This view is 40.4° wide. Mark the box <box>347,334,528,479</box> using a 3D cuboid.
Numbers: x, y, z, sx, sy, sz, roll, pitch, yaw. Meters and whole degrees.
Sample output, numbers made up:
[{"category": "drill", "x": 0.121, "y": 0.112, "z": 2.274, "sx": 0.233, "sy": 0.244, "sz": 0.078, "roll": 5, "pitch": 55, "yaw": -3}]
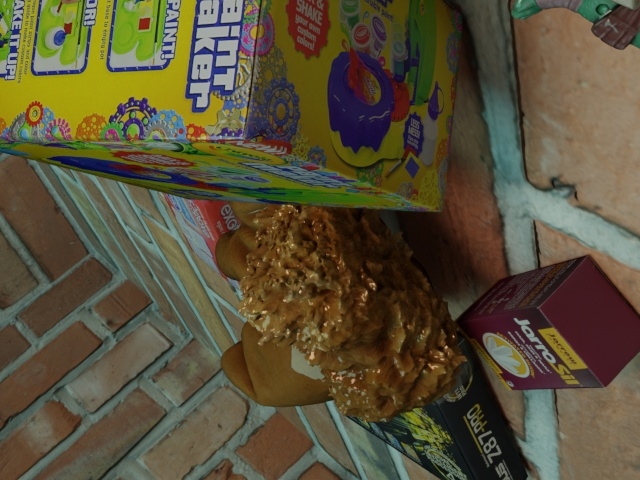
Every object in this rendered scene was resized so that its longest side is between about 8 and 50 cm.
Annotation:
[{"category": "box", "x": 0.120, "y": 0.224, "z": 1.385, "sx": 0.395, "sy": 0.097, "sz": 0.318, "roll": 24, "pitch": 146, "yaw": 51}]

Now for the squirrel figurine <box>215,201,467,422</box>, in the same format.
[{"category": "squirrel figurine", "x": 0.000, "y": 0.000, "z": 0.983, "sx": 0.397, "sy": 0.281, "sz": 0.370, "roll": -143, "pitch": 34, "yaw": -65}]

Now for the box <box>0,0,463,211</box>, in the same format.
[{"category": "box", "x": -0.077, "y": -0.133, "z": 0.674, "sx": 0.279, "sy": 0.176, "sz": 0.290, "roll": 4, "pitch": 175, "yaw": 31}]

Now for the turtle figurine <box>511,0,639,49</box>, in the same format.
[{"category": "turtle figurine", "x": 0.231, "y": -0.088, "z": 0.518, "sx": 0.234, "sy": 0.118, "sz": 0.175, "roll": 46, "pitch": -158, "yaw": 12}]

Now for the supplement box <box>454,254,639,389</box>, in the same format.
[{"category": "supplement box", "x": 0.233, "y": 0.091, "z": 0.899, "sx": 0.104, "sy": 0.081, "sz": 0.188, "roll": 50, "pitch": 161, "yaw": -3}]

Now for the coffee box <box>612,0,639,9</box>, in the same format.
[{"category": "coffee box", "x": 0.081, "y": -0.271, "z": 0.476, "sx": 0.297, "sy": 0.119, "sz": 0.168, "roll": 36, "pitch": 158, "yaw": 33}]

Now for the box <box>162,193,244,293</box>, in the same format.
[{"category": "box", "x": -0.146, "y": -0.079, "z": 1.313, "sx": 0.154, "sy": 0.142, "sz": 0.300, "roll": 35, "pitch": 156, "yaw": 36}]
